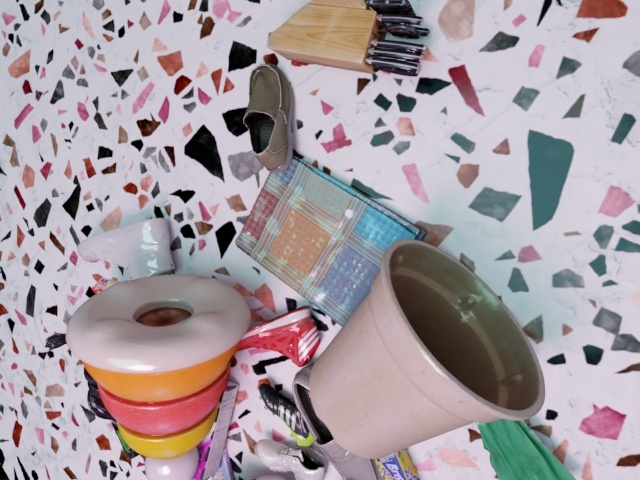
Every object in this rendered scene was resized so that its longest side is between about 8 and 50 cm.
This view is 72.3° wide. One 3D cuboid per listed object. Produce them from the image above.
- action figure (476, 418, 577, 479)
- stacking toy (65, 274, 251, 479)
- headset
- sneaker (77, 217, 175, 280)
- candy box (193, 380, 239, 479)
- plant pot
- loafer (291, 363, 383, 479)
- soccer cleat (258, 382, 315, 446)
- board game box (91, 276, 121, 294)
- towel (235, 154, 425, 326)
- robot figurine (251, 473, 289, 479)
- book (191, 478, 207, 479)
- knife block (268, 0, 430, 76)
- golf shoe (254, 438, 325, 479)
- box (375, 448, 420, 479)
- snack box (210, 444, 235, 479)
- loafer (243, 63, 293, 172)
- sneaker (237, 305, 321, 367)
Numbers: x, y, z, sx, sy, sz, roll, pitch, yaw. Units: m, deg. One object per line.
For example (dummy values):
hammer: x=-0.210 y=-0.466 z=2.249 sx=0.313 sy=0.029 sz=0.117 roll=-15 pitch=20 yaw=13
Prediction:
action figure: x=0.349 y=0.361 z=0.821 sx=0.137 sy=0.063 sz=0.232 roll=-34 pitch=85 yaw=25
stacking toy: x=-0.330 y=0.340 z=0.960 sx=0.351 sy=0.351 sz=0.478 roll=12 pitch=112 yaw=22
headset: x=-0.561 y=0.377 z=1.129 sx=0.394 sy=0.185 sz=0.243 roll=52 pitch=139 yaw=28
sneaker: x=-0.513 y=0.057 z=1.149 sx=0.293 sy=0.108 sz=0.169 roll=-15 pitch=86 yaw=23
candy box: x=-0.311 y=0.451 z=1.098 sx=0.159 sy=0.071 sz=0.233 roll=14 pitch=92 yaw=24
plant pot: x=0.151 y=0.221 z=0.780 sx=0.333 sy=0.334 sz=0.305 roll=48 pitch=122 yaw=13
loafer: x=0.033 y=0.421 z=0.939 sx=0.112 sy=0.111 sz=0.319 roll=-37 pitch=80 yaw=22
soccer cleat: x=-0.070 y=0.393 z=1.017 sx=0.072 sy=0.060 sz=0.179 roll=-44 pitch=84 yaw=11
board game box: x=-0.475 y=0.175 z=1.136 sx=0.194 sy=0.045 sz=0.146 roll=9 pitch=136 yaw=24
towel: x=0.000 y=0.000 z=0.955 sx=0.370 sy=0.040 sz=0.271 roll=34 pitch=106 yaw=18
robot figurine: x=-0.163 y=0.662 z=1.013 sx=0.278 sy=0.209 sz=0.173 roll=-38 pitch=57 yaw=22
book: x=-0.366 y=0.635 z=1.144 sx=0.144 sy=0.096 sz=0.035 roll=-26 pitch=85 yaw=24
knife block: x=0.065 y=-0.374 z=0.863 sx=0.276 sy=0.088 sz=0.241 roll=-30 pitch=82 yaw=23
golf shoe: x=-0.066 y=0.496 z=1.009 sx=0.176 sy=0.069 sz=0.085 roll=24 pitch=118 yaw=11
box: x=0.165 y=0.488 z=0.916 sx=0.054 sy=0.059 sz=0.168 roll=-24 pitch=85 yaw=25
snack box: x=-0.265 y=0.574 z=1.134 sx=0.064 sy=0.022 sz=0.178 roll=-17 pitch=88 yaw=22
loafer: x=-0.113 y=-0.273 z=0.938 sx=0.095 sy=0.087 sz=0.250 roll=-15 pitch=76 yaw=24
sneaker: x=-0.100 y=0.244 z=0.997 sx=0.221 sy=0.087 sz=0.127 roll=-27 pitch=83 yaw=25
